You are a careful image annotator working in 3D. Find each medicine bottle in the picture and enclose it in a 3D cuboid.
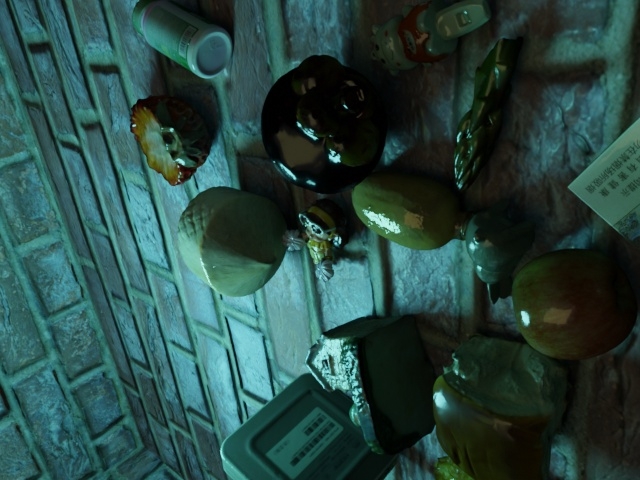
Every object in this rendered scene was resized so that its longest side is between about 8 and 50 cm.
[{"bbox_3d":[-0.361,-0.529,1.392,0.274,0.133,0.133,36,135,24],"label":"medicine bottle"}]

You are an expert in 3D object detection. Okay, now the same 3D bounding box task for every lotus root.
[{"bbox_3d":[0.178,-0.066,1.123,0.303,0.131,0.146,22,129,36],"label":"lotus root"}]

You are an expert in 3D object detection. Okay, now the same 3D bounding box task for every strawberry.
[{"bbox_3d":[-0.444,-0.310,1.621,0.336,0.149,0.265,9,127,55],"label":"strawberry"}]

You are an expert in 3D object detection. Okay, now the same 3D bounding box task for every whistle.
[{"bbox_3d":[0.183,-0.363,0.963,0.253,0.106,0.102,-4,151,46],"label":"whistle"}]

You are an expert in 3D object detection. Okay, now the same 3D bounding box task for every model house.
[{"bbox_3d":[0.114,0.353,1.375,0.284,0.243,0.298,-10,94,53],"label":"model house"}]

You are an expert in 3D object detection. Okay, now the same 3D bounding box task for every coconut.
[{"bbox_3d":[-0.228,0.008,1.483,0.329,0.329,0.329,25,130,34],"label":"coconut"}]

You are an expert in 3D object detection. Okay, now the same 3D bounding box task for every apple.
[{"bbox_3d":[0.430,0.106,0.928,0.174,0.188,0.188,-27,93,46],"label":"apple"}]

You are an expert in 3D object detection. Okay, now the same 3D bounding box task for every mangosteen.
[{"bbox_3d":[0.021,-0.230,1.087,0.287,0.233,0.287,-4,85,50],"label":"mangosteen"}]

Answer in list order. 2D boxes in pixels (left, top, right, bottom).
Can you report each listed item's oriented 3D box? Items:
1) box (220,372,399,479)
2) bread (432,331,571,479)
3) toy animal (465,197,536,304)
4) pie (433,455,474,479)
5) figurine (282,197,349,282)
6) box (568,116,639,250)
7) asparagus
[{"bbox_3d":[-0.025,0.603,1.545,0.396,0.396,0.111,30,136,30],"label":"box"},{"bbox_3d":[0.371,0.368,1.123,0.250,0.225,0.279,12,126,43],"label":"bread"},{"bbox_3d":[0.328,0.028,1.046,0.108,0.138,0.236,58,162,32],"label":"toy animal"},{"bbox_3d":[0.437,0.644,1.323,0.354,0.103,0.288,20,127,43],"label":"pie"},{"bbox_3d":[0.001,-0.001,1.361,0.175,0.116,0.240,40,143,25],"label":"figurine"},{"bbox_3d":[0.532,-0.056,0.812,0.256,0.069,0.164,47,139,15],"label":"box"},{"bbox_3d":[0.286,-0.217,0.963,0.080,0.080,0.287,27,123,32],"label":"asparagus"}]
